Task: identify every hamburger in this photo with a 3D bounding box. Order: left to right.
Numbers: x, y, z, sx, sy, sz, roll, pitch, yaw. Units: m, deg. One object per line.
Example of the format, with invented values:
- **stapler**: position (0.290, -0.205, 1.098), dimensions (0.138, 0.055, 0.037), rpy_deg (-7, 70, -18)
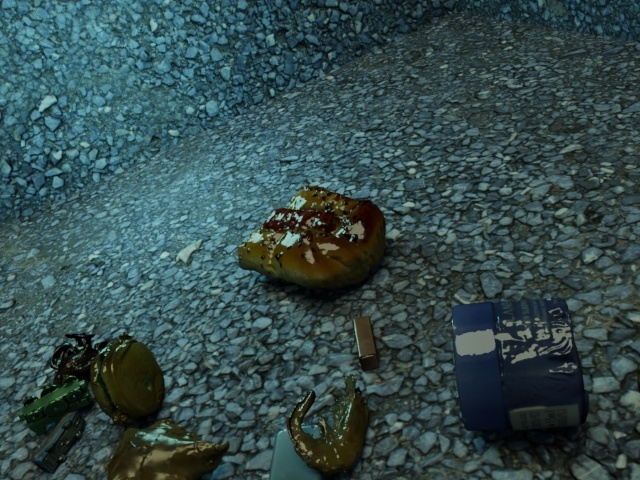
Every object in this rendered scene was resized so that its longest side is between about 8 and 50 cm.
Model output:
- **hamburger**: position (-0.485, 0.351, 1.606), dimensions (0.122, 0.189, 0.215), rpy_deg (-22, 33, 13)

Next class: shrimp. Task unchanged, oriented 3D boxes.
- **shrimp**: position (0.015, 0.377, 1.374), dimensions (0.173, 0.058, 0.253), rpy_deg (14, 37, -5)

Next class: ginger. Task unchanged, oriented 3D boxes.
- **ginger**: position (-0.322, 0.473, 1.400), dimensions (0.270, 0.123, 0.219), rpy_deg (-10, 35, -4)

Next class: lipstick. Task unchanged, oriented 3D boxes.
- **lipstick**: position (0.110, 0.246, 1.579), dimensions (0.045, 0.045, 0.145), rpy_deg (-17, 33, 7)

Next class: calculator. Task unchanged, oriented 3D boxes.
- **calculator**: position (-0.044, 0.460, 1.345), dimensions (0.121, 0.039, 0.210), rpy_deg (-10, 33, 11)

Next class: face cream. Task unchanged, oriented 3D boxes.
- **face cream**: position (0.380, 0.238, 1.266), dimensions (0.225, 0.249, 0.249), rpy_deg (-7, 34, 13)

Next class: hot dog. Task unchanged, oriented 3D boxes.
- **hot dog**: position (0.000, 0.000, 1.877), dimensions (0.365, 0.196, 0.367), rpy_deg (23, 53, 42)

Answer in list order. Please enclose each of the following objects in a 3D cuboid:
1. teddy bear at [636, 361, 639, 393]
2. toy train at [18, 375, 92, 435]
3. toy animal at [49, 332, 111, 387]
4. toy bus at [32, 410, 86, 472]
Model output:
- **teddy bear**: position (0.743, 0.199, 1.227), dimensions (0.256, 0.156, 0.267), rpy_deg (5, 79, 34)
- **toy train**: position (-0.670, 0.419, 1.667), dimensions (0.178, 0.105, 0.071), rpy_deg (-27, 45, -12)
- **toy animal**: position (-0.660, 0.345, 1.804), dimensions (0.218, 0.116, 0.180), rpy_deg (0, 62, 31)
- **toy bus**: position (-0.637, 0.491, 1.597), dimensions (0.061, 0.051, 0.153), rpy_deg (-14, 31, 32)
